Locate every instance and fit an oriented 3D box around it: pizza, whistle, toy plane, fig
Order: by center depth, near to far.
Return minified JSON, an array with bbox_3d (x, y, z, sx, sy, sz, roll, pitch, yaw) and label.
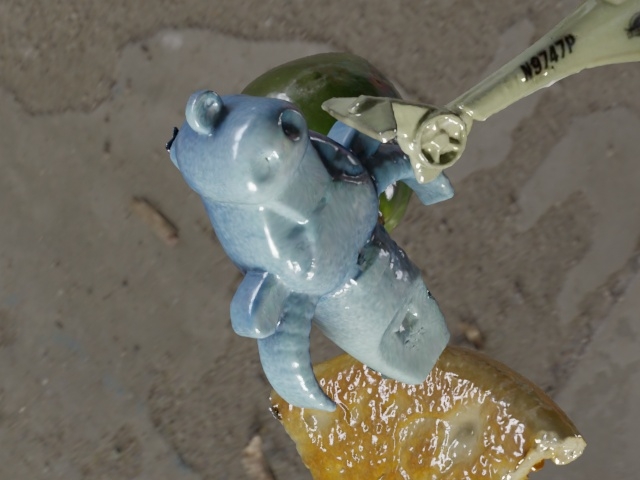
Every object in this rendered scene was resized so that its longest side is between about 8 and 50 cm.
[{"bbox_3d":[0.138,-0.105,0.740,0.286,0.092,0.108,-33,121,-14],"label":"toy plane"},{"bbox_3d":[0.000,0.000,0.976,0.269,0.093,0.180,45,64,-36],"label":"whistle"},{"bbox_3d":[0.015,-0.060,1.429,0.195,0.245,0.195,-12,117,-24],"label":"fig"},{"bbox_3d":[0.090,0.187,1.545,0.074,0.365,0.182,11,79,-49],"label":"pizza"}]
